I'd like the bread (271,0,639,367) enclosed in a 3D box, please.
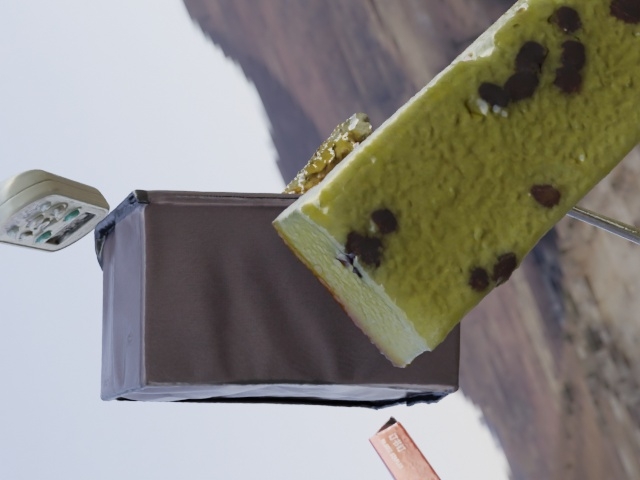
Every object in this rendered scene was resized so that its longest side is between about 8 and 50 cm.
[{"bbox_3d":[0.141,-0.080,1.229,0.138,0.361,0.077,48,159,-3],"label":"bread"}]

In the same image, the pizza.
[{"bbox_3d":[0.000,0.000,1.759,0.197,0.058,0.292,38,-113,-64],"label":"pizza"}]

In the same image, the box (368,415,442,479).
[{"bbox_3d":[0.139,0.323,2.109,0.123,0.050,0.229,60,176,-38],"label":"box"}]

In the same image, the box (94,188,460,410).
[{"bbox_3d":[-0.036,0.050,1.337,0.188,0.252,0.153,150,121,-70],"label":"box"}]

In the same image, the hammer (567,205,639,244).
[{"bbox_3d":[0.292,0.004,1.509,0.182,0.017,0.062,23,151,25],"label":"hammer"}]

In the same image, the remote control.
[{"bbox_3d":[-0.253,-0.027,1.589,0.042,0.078,0.221,53,-174,8],"label":"remote control"}]
